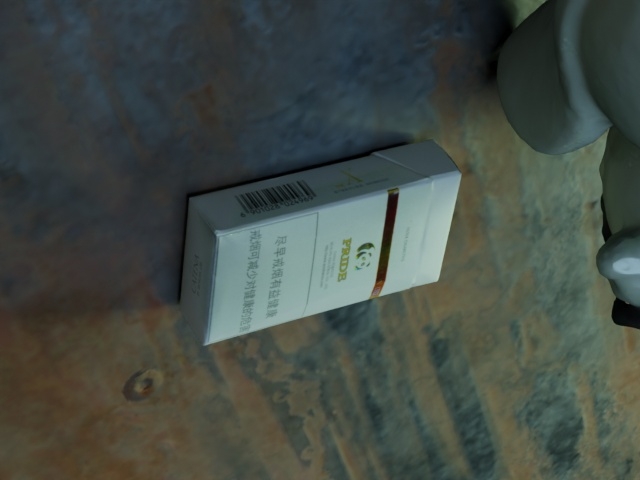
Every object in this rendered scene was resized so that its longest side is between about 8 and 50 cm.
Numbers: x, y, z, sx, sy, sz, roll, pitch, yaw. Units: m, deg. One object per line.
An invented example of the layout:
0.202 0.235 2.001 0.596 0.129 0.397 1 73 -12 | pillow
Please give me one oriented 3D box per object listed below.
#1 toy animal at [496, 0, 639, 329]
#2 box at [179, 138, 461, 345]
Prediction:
0.200 -0.074 0.879 0.174 0.249 0.289 -45 127 -22 | toy animal
0.000 0.000 0.953 0.154 0.040 0.084 -15 133 -26 | box
